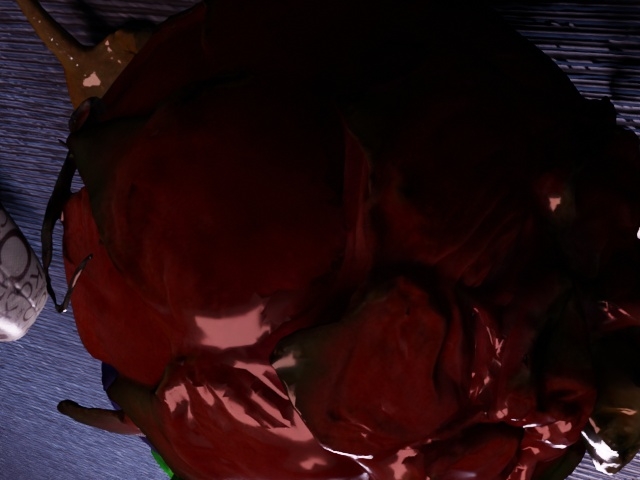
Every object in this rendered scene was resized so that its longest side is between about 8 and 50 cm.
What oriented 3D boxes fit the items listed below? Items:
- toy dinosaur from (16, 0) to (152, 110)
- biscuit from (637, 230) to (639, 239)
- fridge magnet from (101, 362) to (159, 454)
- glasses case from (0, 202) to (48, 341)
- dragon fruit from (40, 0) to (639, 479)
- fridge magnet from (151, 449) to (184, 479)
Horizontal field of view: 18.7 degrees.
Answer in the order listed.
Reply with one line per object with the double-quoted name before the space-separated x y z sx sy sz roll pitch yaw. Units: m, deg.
"toy dinosaur" -0.106 -0.072 0.881 0.162 0.039 0.126 39 162 -19
"biscuit" 0.165 0.026 0.729 0.140 0.023 0.118 41 159 -29
"fridge magnet" -0.009 0.085 1.012 0.265 0.113 0.265 28 159 11
"glasses case" -0.276 -0.047 1.135 0.137 0.085 0.355 19 158 31
"dragon fruit" 0.000 0.000 0.663 0.274 0.192 0.193 21 154 36
"fridge magnet" -0.034 0.201 1.388 0.208 0.088 0.208 28 162 10
